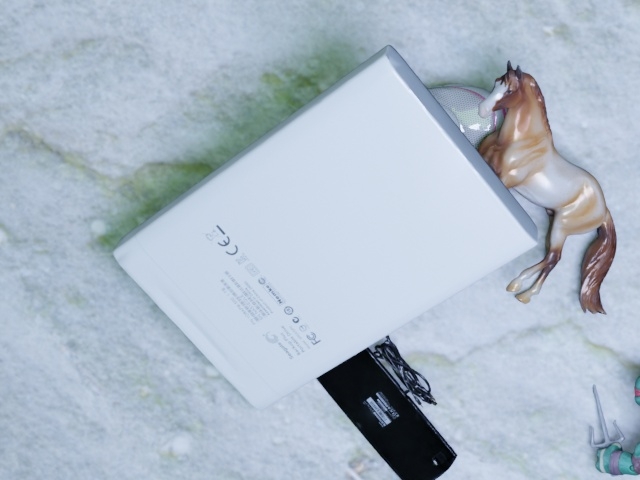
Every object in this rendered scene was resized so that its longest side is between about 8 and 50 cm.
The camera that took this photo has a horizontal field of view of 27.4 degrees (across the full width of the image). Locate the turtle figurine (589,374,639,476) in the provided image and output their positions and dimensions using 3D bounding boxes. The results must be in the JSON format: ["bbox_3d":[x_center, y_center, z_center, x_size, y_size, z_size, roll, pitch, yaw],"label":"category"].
[{"bbox_3d":[0.364,0.202,1.326,0.175,0.118,0.234,-31,98,5],"label":"turtle figurine"}]

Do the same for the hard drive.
[{"bbox_3d":[0.000,0.000,1.280,0.353,0.047,0.233,-33,107,25],"label":"hard drive"}]

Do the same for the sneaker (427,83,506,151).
[{"bbox_3d":[0.067,-0.090,1.316,0.252,0.111,0.103,-18,93,4],"label":"sneaker"}]

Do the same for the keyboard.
[{"bbox_3d":[0.076,0.166,1.383,0.100,0.038,0.192,-38,93,29],"label":"keyboard"}]

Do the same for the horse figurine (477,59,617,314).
[{"bbox_3d":[0.215,-0.038,1.313,0.263,0.066,0.174,38,94,-23],"label":"horse figurine"}]
